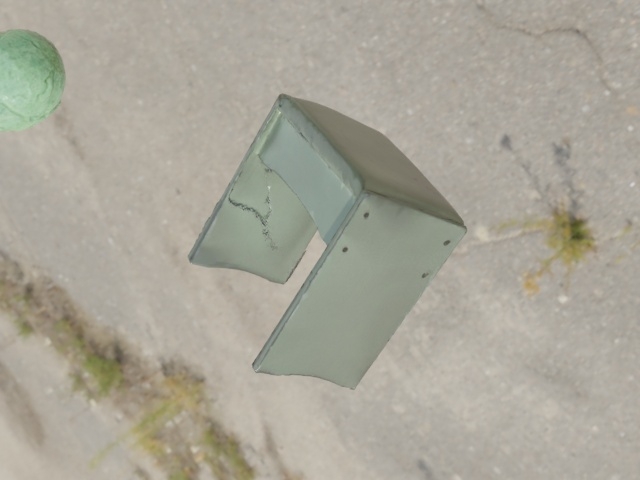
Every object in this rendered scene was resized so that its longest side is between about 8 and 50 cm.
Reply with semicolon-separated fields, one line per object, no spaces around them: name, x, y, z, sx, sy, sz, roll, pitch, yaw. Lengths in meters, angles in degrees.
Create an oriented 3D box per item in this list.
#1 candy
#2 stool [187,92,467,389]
candy;-0.480;-0.130;1.311;0.440;0.119;0.119;-24;99;30
stool;0.000;0.000;1.319;0.270;0.170;0.243;-58;40;19
